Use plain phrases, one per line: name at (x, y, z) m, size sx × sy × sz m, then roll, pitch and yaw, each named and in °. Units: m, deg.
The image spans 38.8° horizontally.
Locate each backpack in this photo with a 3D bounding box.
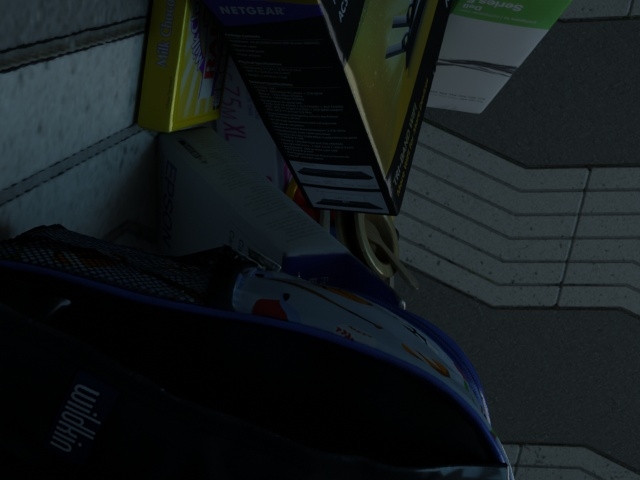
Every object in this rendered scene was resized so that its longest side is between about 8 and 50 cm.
backpack at (-0.047, 0.128, 0.418) m, size 0.213 × 0.264 × 0.276 m, roll -45°, pitch 146°, yaw -74°

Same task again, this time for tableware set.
tableware set at (0.049, -0.050, 0.791) m, size 0.128 × 0.039 × 0.194 m, roll 42°, pitch 41°, yaw -46°

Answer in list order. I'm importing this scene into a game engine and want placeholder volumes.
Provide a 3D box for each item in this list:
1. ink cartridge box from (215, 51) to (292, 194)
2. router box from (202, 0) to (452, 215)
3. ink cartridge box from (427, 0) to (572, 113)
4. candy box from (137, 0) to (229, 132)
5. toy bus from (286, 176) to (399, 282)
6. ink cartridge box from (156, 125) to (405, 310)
ink cartridge box at (-0.018, -0.203, 0.800) m, size 0.185 × 0.065 × 0.311 m, roll 91°, pitch 13°, yaw -56°
router box at (0.031, -0.211, 0.676) m, size 0.243 × 0.081 × 0.308 m, roll 61°, pitch 40°, yaw -56°
ink cartridge box at (0.172, -0.288, 1.002) m, size 0.273 × 0.115 × 0.198 m, roll 122°, pitch -27°, yaw -70°
candy box at (-0.074, -0.175, 0.580) m, size 0.105 × 0.027 × 0.205 m, roll -41°, pitch 143°, yaw -71°
toy bus at (0.000, 0.000, 0.871) m, size 0.211 × 0.150 × 0.220 m, roll 97°, pitch 8°, yaw -55°
ink cartridge box at (-0.044, 0.070, 0.600) m, size 0.045 × 0.224 × 0.223 m, roll -16°, pitch 128°, yaw -32°
